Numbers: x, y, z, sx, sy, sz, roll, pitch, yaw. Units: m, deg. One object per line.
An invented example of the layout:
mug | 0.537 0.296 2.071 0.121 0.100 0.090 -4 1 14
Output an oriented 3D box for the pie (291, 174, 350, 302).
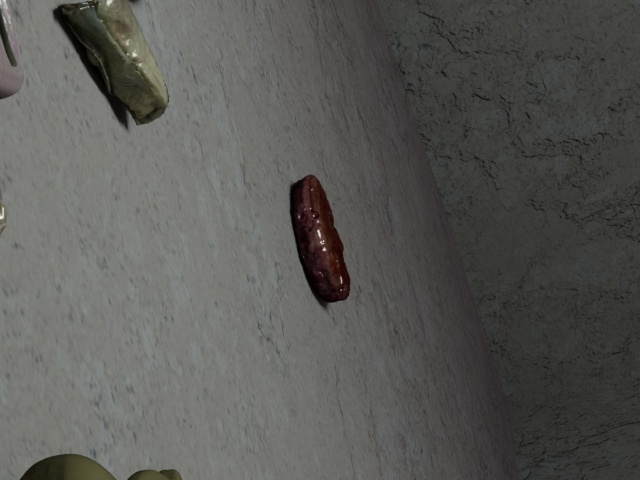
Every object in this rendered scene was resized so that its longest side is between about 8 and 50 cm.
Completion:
pie | 0.000 0.000 1.933 0.153 0.038 0.153 -17 90 -83

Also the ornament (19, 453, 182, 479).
ornament | -0.113 0.202 0.937 0.230 0.061 0.245 66 17 -50

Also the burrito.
burrito | -0.155 -0.146 1.270 0.149 0.041 0.055 63 29 -50

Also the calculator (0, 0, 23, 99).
calculator | -0.216 -0.136 0.953 0.175 0.032 0.100 11 64 -79

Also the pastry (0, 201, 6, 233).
pastry | -0.181 0.049 0.618 0.258 0.121 0.089 -96 172 -46
